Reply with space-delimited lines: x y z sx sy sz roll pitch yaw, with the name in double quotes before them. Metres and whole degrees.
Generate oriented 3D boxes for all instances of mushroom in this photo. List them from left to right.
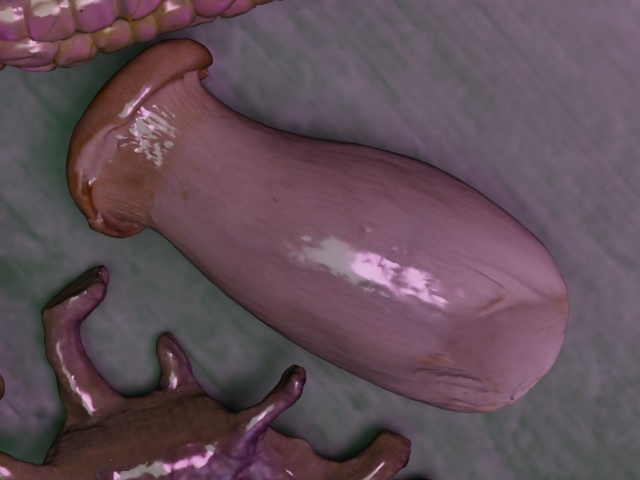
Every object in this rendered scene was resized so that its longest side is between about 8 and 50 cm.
"mushroom" 0.001 -0.001 0.735 0.213 0.097 0.088 24 70 0

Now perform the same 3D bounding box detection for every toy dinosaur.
"toy dinosaur" -0.088 0.127 0.771 0.251 0.072 0.199 -37 109 -3

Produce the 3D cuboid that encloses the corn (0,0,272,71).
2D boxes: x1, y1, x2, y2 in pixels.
"corn" -0.003 -0.151 0.689 0.335 0.126 0.126 -14 100 0
